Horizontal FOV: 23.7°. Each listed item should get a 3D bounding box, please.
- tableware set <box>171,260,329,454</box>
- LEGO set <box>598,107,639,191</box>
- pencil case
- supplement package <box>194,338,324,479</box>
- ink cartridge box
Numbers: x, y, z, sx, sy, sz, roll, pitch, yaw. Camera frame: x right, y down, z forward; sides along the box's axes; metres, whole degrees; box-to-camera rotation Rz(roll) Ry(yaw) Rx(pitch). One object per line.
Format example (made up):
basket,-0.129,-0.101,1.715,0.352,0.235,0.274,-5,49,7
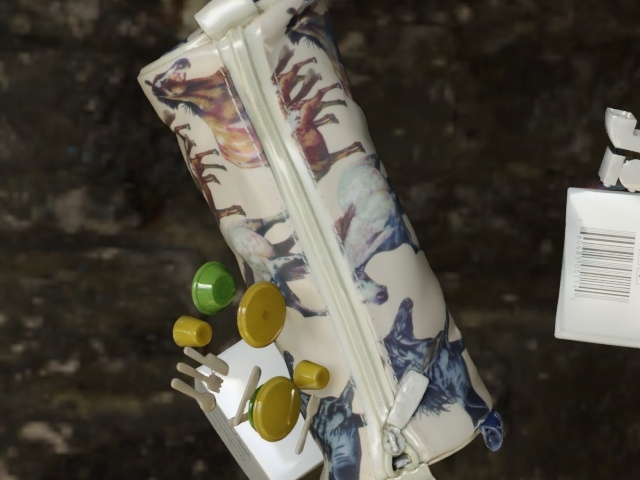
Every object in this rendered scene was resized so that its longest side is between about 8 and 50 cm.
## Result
tableware set,-0.048,0.082,1.081,0.024,0.104,0.154,6,-20,43
LEGO set,0.306,-0.016,1.093,0.227,0.093,0.087,12,22,-8
pencil case,0.000,0.000,1.193,0.160,0.410,0.183,-25,9,-9
supplement package,-0.031,0.154,1.465,0.139,0.134,0.244,-34,-7,-9
ink cartridge box,0.369,0.022,1.349,0.272,0.130,0.309,6,6,17
